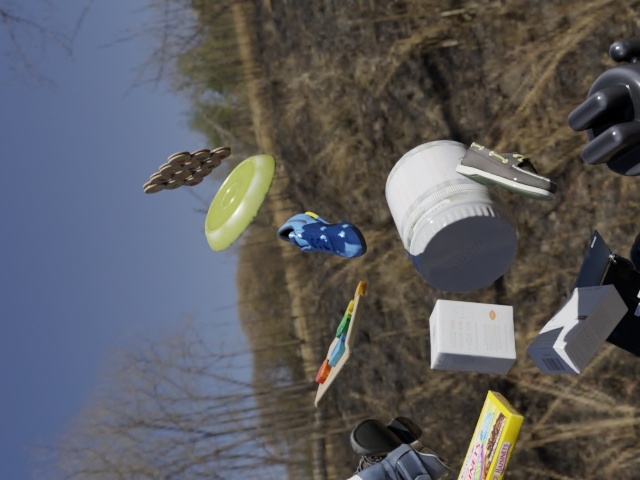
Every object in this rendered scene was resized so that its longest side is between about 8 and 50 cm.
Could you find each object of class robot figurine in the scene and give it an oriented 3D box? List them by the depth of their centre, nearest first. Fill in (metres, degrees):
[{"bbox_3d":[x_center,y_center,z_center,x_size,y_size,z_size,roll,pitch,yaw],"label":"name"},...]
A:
[{"bbox_3d":[0.522,-0.195,1.310,0.173,0.278,0.209,-140,41,-57],"label":"robot figurine"}]

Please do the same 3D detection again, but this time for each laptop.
[{"bbox_3d":[0.791,0.137,2.286,0.136,0.264,0.234,-19,-51,-51],"label":"laptop"}]

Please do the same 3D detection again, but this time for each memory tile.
[{"bbox_3d":[-0.220,-0.114,1.411,0.148,0.113,0.012,-33,72,52],"label":"memory tile"}]

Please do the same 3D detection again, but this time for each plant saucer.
[{"bbox_3d":[-0.180,-0.088,1.833,0.037,0.241,0.241,32,-156,-23],"label":"plant saucer"}]

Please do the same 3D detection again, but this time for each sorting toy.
[{"bbox_3d":[0.049,0.244,2.165,0.307,0.041,0.229,-72,5,-54],"label":"sorting toy"}]

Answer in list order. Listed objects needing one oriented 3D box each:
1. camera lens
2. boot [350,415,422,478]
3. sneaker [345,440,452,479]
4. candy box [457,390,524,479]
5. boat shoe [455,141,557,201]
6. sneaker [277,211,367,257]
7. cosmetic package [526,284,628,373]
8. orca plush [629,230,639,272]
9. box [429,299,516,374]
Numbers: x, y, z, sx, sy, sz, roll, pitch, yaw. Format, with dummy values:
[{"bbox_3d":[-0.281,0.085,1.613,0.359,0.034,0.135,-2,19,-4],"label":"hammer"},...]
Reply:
[{"bbox_3d":[0.261,-0.056,1.750,0.274,0.219,0.219,-105,3,-50],"label":"camera lens"},{"bbox_3d":[0.101,0.489,1.822,0.091,0.229,0.263,41,-163,31],"label":"boot"},{"bbox_3d":[0.147,0.426,1.372,0.086,0.163,0.226,27,144,56],"label":"sneaker"},{"bbox_3d":[0.241,0.335,1.269,0.105,0.027,0.206,-121,48,-81],"label":"candy box"},{"bbox_3d":[0.329,-0.124,1.507,0.228,0.081,0.068,26,91,53],"label":"boat shoe"},{"bbox_3d":[0.000,0.000,1.573,0.209,0.082,0.069,19,127,51],"label":"sneaker"},{"bbox_3d":[0.591,0.203,1.974,0.085,0.231,0.117,54,149,-14],"label":"cosmetic package"},{"bbox_3d":[0.787,-0.055,1.930,0.102,0.287,0.151,51,-178,-5],"label":"orca plush"},{"bbox_3d":[0.332,0.213,1.883,0.091,0.170,0.130,99,176,-57],"label":"box"}]
